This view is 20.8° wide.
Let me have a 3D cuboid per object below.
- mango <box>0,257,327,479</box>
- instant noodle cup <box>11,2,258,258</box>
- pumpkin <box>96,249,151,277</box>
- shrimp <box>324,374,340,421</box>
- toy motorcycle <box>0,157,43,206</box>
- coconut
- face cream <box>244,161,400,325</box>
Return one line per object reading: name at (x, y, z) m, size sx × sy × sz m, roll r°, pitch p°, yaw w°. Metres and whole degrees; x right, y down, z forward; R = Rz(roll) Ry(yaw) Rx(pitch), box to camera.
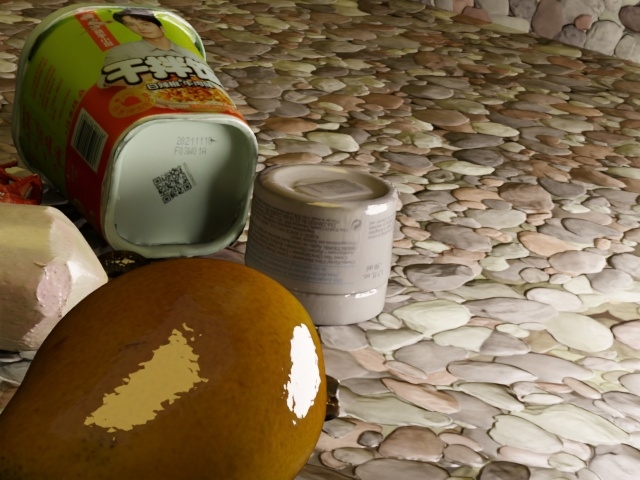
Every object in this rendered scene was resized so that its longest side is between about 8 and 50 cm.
mango at (-0.146, 0.156, 1.548) m, size 0.264 × 0.221 × 0.378 m, roll 21°, pitch 35°, yaw 25°
instant noodle cup at (-0.233, -0.132, 2.264) m, size 0.294 × 0.294 × 0.308 m, roll -4°, pitch 30°, yaw -25°
pumpkin at (-0.242, 0.027, 2.128) m, size 0.083 × 0.028 × 0.050 m, roll -1°, pitch 23°, yaw -8°
shrimp at (-0.088, 0.137, 1.851) m, size 0.253 × 0.058 × 0.173 m, roll 10°, pitch 12°, yaw 15°
toy motorcycle at (-0.411, -0.029, 2.138) m, size 0.171 × 0.089 × 0.298 m, roll 4°, pitch 19°, yaw -10°
coconut at (-0.320, 0.044, 1.865) m, size 0.183 × 0.171 × 0.171 m, roll 12°, pitch 19°, yaw -13°
face cream at (0.000, 0.000, 2.096) m, size 0.177 × 0.153 × 0.177 m, roll 7°, pitch 20°, yaw -3°
